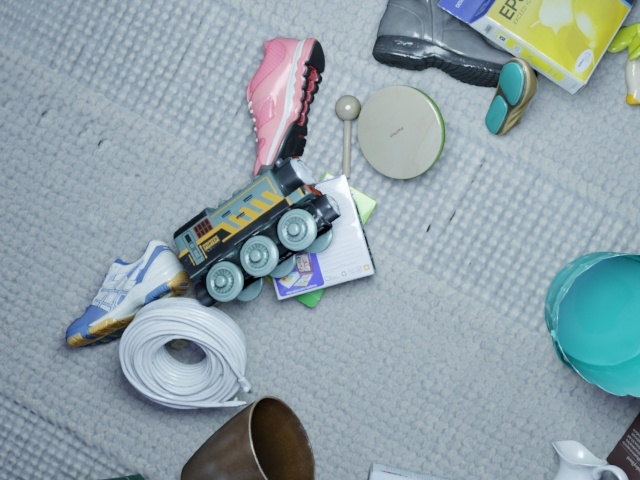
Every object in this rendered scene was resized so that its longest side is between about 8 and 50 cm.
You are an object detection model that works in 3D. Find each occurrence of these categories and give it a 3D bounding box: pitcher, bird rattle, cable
[{"bbox_3d":[0.519,0.520,1.348,0.125,0.177,0.207,5,92,-23],"label":"pitcher"},{"bbox_3d":[0.679,-0.355,1.328,0.253,0.143,0.207,-1,105,-8],"label":"bird rattle"},{"bbox_3d":[-0.274,0.229,1.397,0.256,0.089,0.257,-7,119,9],"label":"cable"}]

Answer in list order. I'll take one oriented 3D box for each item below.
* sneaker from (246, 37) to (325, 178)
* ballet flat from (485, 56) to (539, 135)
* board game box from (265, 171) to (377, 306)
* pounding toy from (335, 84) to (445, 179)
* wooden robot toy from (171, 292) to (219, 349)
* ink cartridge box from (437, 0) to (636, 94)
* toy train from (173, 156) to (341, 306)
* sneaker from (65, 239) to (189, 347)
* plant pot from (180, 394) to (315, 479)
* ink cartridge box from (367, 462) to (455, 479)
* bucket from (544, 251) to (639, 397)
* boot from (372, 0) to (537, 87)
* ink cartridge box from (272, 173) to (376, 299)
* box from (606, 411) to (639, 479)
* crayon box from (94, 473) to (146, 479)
[{"bbox_3d":[-0.094,-0.262,1.402,0.136,0.116,0.314,18,93,19],"label":"sneaker"},{"bbox_3d":[0.368,-0.278,1.293,0.073,0.232,0.080,-22,74,-8],"label":"ballet flat"},{"bbox_3d":[0.000,0.000,1.430,0.124,0.039,0.260,31,93,4],"label":"board game box"},{"bbox_3d":[0.155,-0.221,1.384,0.236,0.110,0.183,1,106,34],"label":"pounding toy"},{"bbox_3d":[-0.260,0.149,1.455,0.076,0.079,0.173,16,123,-27],"label":"wooden robot toy"},{"bbox_3d":[0.429,-0.479,1.297,0.307,0.072,0.304,34,76,-1],"label":"ink cartridge box"},{"bbox_3d":[-0.126,-0.014,1.322,0.333,0.142,0.190,-35,77,15],"label":"toy train"},{"bbox_3d":[-0.418,0.113,1.454,0.296,0.112,0.131,-32,73,5],"label":"sneaker"},{"bbox_3d":[-0.164,0.461,1.405,0.230,0.215,0.216,-30,91,21],"label":"plant pot"},{"bbox_3d":[0.233,0.659,1.435,0.329,0.071,0.325,11,94,6],"label":"ink cartridge box"},{"bbox_3d":[0.569,0.148,1.315,0.280,0.183,0.282,0,94,6],"label":"bucket"},{"bbox_3d":[0.279,-0.435,1.344,0.337,0.118,0.223,13,88,-2],"label":"boot"},{"bbox_3d":[-0.014,-0.006,1.391,0.206,0.045,0.209,-16,92,9],"label":"ink cartridge box"},{"bbox_3d":[0.700,0.419,1.326,0.168,0.167,0.203,32,96,2],"label":"box"},{"bbox_3d":[-0.477,0.668,1.437,0.203,0.083,0.323,5,94,-37],"label":"crayon box"}]
